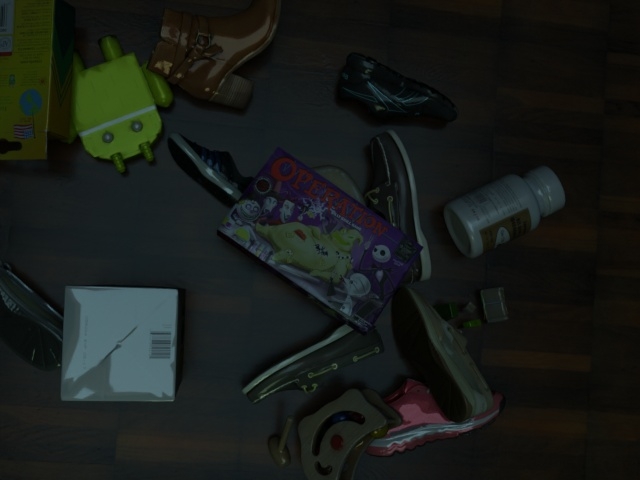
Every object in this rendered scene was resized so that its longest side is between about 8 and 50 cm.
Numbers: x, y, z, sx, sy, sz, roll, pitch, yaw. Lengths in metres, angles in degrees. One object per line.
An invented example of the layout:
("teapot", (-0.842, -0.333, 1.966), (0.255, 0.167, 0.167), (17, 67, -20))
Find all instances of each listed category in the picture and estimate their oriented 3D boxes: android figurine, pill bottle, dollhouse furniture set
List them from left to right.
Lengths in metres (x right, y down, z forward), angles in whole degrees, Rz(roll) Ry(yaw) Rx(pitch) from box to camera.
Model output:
("android figurine", (-0.425, -0.274, 1.607), (0.248, 0.056, 0.273), (-21, 88, -8))
("dollhouse furniture set", (0.325, 0.149, 1.687), (0.151, 0.058, 0.076), (-6, 80, -26))
("pill bottle", (0.387, -0.065, 1.652), (0.229, 0.131, 0.131), (-25, 90, -8))

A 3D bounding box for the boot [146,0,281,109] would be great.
("boot", (-0.214, -0.427, 1.602), (0.220, 0.109, 0.284), (20, 98, -19))

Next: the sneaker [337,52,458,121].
("sneaker", (0.163, -0.302, 1.671), (0.267, 0.101, 0.106), (23, 106, -6))

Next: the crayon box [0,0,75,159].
("crayon box", (-0.595, -0.309, 1.544), (0.202, 0.081, 0.319), (2, 86, 14))

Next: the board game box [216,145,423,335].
("board game box", (0.000, 0.000, 1.513), (0.346, 0.056, 0.208), (34, 71, 0))

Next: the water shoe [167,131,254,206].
("water shoe", (-0.226, -0.157, 1.626), (0.203, 0.073, 0.080), (44, 61, -7))

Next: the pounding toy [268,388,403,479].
("pounding toy", (0.019, 0.403, 1.540), (0.269, 0.154, 0.154), (-37, 63, 21))

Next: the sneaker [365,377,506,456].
("sneaker", (0.229, 0.341, 1.618), (0.313, 0.116, 0.136), (-15, 87, -7))

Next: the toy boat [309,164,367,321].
("toy boat", (-0.012, 0.017, 1.607), (0.267, 0.148, 0.318), (-22, 82, -12))

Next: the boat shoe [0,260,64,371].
("boat shoe", (-0.608, 0.130, 1.548), (0.320, 0.103, 0.118), (36, 102, 2))

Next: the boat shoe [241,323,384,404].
("boat shoe", (-0.012, 0.256, 1.598), (0.305, 0.109, 0.091), (-28, 86, -11))

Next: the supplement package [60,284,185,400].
("supplement package", (-0.361, 0.184, 1.482), (0.197, 0.262, 0.200), (2, 87, -7))

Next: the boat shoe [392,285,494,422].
("boat shoe", (0.248, 0.223, 1.609), (0.098, 0.109, 0.302), (-10, 57, -32))

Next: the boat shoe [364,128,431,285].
("boat shoe", (0.146, -0.065, 1.634), (0.096, 0.116, 0.325), (-13, 94, -10))
